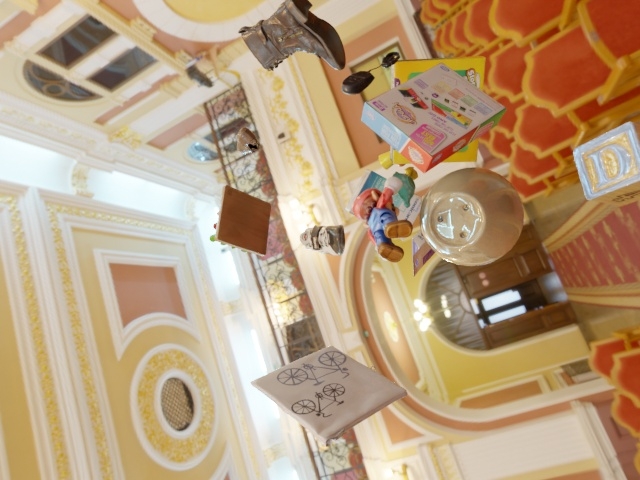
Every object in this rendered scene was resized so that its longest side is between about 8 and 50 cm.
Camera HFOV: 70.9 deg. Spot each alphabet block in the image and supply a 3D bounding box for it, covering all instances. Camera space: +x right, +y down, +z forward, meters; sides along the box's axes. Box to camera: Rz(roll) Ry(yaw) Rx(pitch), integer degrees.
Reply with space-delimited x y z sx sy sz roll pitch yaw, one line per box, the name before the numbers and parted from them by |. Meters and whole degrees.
alphabet block | 0.966 -0.234 1.428 0.197 0.193 0.193 4 -108 -30

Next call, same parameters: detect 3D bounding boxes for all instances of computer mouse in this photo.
computer mouse | 0.157 -0.503 1.359 0.071 0.242 0.041 34 153 43

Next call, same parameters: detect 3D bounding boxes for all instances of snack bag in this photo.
snack bag | 0.028 0.417 1.262 0.323 0.342 0.037 -13 -69 -39

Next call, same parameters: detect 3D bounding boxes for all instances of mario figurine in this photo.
mario figurine | 0.219 -0.067 1.401 0.170 0.198 0.321 43 -164 -27

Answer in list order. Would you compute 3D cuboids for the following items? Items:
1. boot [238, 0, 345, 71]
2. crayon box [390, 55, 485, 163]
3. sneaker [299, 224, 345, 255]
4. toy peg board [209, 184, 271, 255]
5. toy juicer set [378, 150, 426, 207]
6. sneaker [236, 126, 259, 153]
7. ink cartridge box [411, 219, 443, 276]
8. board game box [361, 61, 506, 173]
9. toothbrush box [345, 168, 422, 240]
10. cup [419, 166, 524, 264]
boot | -0.079 -0.550 1.280 0.263 0.228 0.091 44 -132 -26
crayon box | 0.418 -0.471 1.640 0.106 0.312 0.363 -85 -7 -67
sneaker | 0.000 0.000 1.783 0.330 0.146 0.123 173 96 -73
toy peg board | -0.232 -0.047 1.265 0.161 0.079 0.161 22 -117 -41
toy juicer set | 0.367 -0.236 1.934 0.209 0.089 0.329 -29 -88 -57
sneaker | -0.250 -0.331 1.580 0.071 0.066 0.188 42 174 2
ink cartridge box | 0.471 -0.011 1.905 0.065 0.332 0.165 33 155 31
board game box | 0.306 -0.342 1.214 0.242 0.316 0.064 47 153 22
toothbrush box | 0.297 -0.165 2.075 0.295 0.216 0.126 27 -171 -11
cup | 0.449 -0.070 1.410 0.237 0.331 0.331 -9 -104 -61
